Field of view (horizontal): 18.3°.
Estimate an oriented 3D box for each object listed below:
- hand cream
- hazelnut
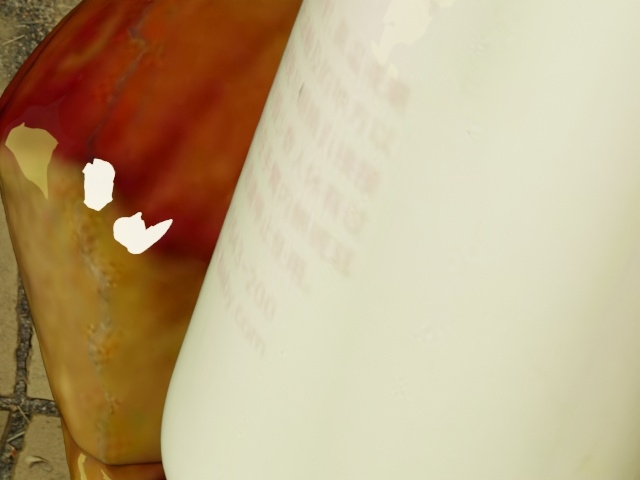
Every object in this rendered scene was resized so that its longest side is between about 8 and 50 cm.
[{"bbox_3d":[0.058,-0.075,0.404,0.185,0.118,0.358,-78,4,-60],"label":"hand cream"},{"bbox_3d":[0.002,0.001,0.614,0.181,0.181,0.212,-105,1,-56],"label":"hazelnut"}]
